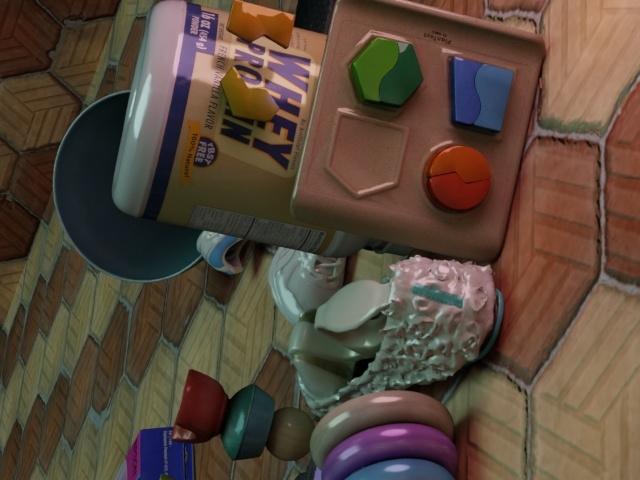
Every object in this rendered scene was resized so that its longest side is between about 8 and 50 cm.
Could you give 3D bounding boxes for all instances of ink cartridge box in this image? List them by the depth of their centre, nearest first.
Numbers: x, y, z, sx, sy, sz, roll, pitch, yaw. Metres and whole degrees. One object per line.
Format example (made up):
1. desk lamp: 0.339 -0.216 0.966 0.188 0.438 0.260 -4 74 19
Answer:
1. ink cartridge box: -0.289 0.432 2.333 0.371 0.069 0.176 -58 27 37

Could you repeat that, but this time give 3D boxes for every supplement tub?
1. supplement tub: -0.042 -0.108 1.530 0.228 0.316 0.228 -168 90 -80

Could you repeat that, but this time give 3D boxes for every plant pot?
1. plant pot: -0.241 -0.087 2.292 0.195 0.290 0.290 -13 -59 -71

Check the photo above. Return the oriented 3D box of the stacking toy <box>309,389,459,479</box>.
1. stacking toy: 0.082 0.304 1.326 0.141 0.141 0.330 122 147 -42

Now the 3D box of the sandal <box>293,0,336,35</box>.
1. sandal: 0.028 -0.280 1.905 0.446 0.107 0.168 -82 15 -53

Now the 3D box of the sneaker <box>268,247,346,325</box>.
1. sneaker: 0.000 0.000 1.790 0.115 0.090 0.232 -43 39 51

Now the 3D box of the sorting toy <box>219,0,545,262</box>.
1. sorting toy: 0.050 -0.119 1.404 0.041 0.307 0.229 -157 80 -81

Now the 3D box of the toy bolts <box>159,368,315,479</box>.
1. toy bolts: -0.099 0.274 1.636 0.218 0.158 0.229 116 169 -72

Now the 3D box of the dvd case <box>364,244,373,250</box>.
1. dvd case: 0.114 -0.083 1.627 0.253 0.022 0.180 171 111 -69

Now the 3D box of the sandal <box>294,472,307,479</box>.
1. sandal: -0.023 0.344 1.695 0.254 0.054 0.097 114 167 -53

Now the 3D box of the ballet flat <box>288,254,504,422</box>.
1. ballet flat: 0.044 0.098 1.539 0.409 0.147 0.147 140 139 -60

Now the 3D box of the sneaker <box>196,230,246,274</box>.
1. sneaker: -0.089 -0.055 2.103 0.237 0.086 0.085 -56 -10 20

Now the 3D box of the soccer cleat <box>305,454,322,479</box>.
1. soccer cleat: 0.048 0.324 1.455 0.116 0.108 0.318 -26 48 39
